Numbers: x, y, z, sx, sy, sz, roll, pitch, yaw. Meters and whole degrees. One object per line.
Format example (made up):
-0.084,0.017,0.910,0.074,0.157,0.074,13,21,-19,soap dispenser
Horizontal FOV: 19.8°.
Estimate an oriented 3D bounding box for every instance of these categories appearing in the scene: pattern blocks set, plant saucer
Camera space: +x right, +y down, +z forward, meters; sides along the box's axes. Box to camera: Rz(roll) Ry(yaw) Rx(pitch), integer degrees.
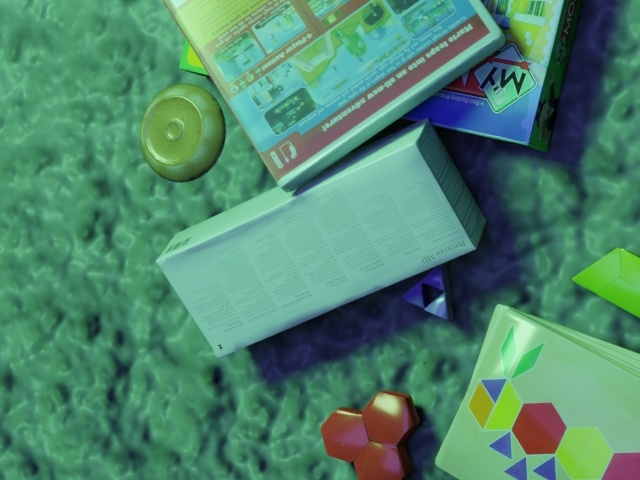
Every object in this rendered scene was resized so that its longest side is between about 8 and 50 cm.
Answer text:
0.180,0.142,1.362,0.325,0.026,0.285,37,103,24,pattern blocks set
-0.120,-0.091,1.537,0.083,0.015,0.083,-2,85,26,plant saucer

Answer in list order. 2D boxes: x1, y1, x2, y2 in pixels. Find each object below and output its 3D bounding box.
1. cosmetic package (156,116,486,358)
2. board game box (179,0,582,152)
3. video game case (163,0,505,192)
0.000,0.000,1.426,0.239,0.060,0.099,-23,106,23,cosmetic package
0.053,-0.206,1.442,0.317,0.046,0.213,14,92,27,board game box
-0.017,-0.208,1.409,0.204,0.025,0.285,-34,73,8,video game case
